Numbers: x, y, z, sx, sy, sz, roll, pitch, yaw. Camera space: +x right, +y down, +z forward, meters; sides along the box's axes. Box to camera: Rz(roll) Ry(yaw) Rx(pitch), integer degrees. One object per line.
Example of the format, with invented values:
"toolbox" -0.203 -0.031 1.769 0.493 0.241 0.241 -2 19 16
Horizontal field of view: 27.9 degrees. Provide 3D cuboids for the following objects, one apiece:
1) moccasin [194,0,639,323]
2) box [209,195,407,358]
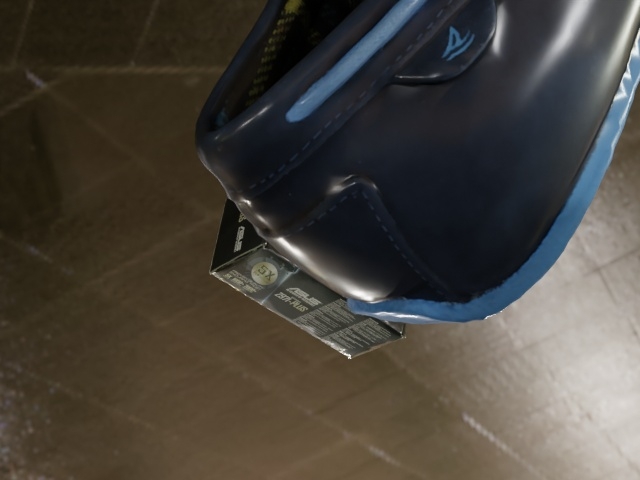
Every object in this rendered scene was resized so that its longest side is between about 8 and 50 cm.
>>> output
"moccasin" 0.066 -0.144 0.405 0.117 0.342 0.138 32 155 -30
"box" 0.000 0.000 1.195 0.180 0.147 0.077 34 139 -30
